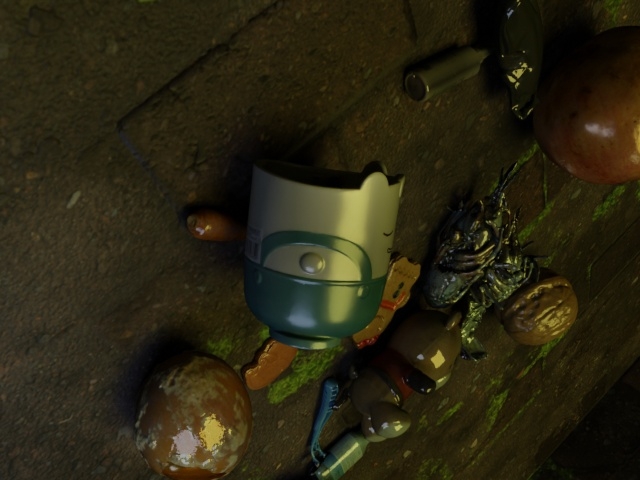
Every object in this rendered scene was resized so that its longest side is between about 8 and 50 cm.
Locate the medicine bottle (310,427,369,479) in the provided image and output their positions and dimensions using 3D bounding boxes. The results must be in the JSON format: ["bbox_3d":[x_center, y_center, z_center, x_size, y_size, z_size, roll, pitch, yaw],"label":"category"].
[{"bbox_3d":[0.067,0.511,1.727,0.208,0.054,0.090,-38,140,-21],"label":"medicine bottle"}]

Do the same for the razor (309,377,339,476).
[{"bbox_3d":[0.006,0.411,1.588,0.082,0.042,0.253,-38,145,-52],"label":"razor"}]

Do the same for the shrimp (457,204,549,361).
[{"bbox_3d":[0.413,0.116,1.698,0.221,0.166,0.410,-15,142,-42],"label":"shrimp"}]

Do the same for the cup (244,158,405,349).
[{"bbox_3d":[0.000,0.000,1.086,0.289,0.219,0.257,-72,170,-77],"label":"cup"}]

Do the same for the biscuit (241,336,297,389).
[{"bbox_3d":[-0.093,0.230,1.351,0.130,0.019,0.102,-46,144,-10],"label":"biscuit"}]

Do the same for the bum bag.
[{"bbox_3d":[0.353,-0.361,1.279,0.142,0.080,0.326,-68,150,-25],"label":"bum bag"}]

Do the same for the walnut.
[{"bbox_3d":[0.566,0.170,1.859,0.213,0.213,0.213,-28,137,-29],"label":"walnut"}]

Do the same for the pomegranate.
[{"bbox_3d":[0.608,-0.253,1.443,0.338,0.338,0.338,-28,137,-29],"label":"pomegranate"}]

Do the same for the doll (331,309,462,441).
[{"bbox_3d":[0.181,0.283,1.560,0.330,0.174,0.235,-41,169,-28],"label":"doll"}]

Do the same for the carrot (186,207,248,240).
[{"bbox_3d":[-0.122,-0.020,1.098,0.216,0.048,0.048,4,116,-54],"label":"carrot"}]

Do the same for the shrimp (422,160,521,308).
[{"bbox_3d":[0.331,0.010,1.500,0.137,0.172,0.372,-10,134,-36],"label":"shrimp"}]

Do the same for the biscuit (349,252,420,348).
[{"bbox_3d":[0.130,0.133,1.499,0.225,0.036,0.166,-56,145,6],"label":"biscuit"}]

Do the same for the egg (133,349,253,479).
[{"bbox_3d":[-0.202,0.281,1.136,0.195,0.195,0.233,-22,138,-34],"label":"egg"}]

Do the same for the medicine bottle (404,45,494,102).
[{"bbox_3d":[0.233,-0.300,1.232,0.199,0.058,0.057,-31,139,-28],"label":"medicine bottle"}]
